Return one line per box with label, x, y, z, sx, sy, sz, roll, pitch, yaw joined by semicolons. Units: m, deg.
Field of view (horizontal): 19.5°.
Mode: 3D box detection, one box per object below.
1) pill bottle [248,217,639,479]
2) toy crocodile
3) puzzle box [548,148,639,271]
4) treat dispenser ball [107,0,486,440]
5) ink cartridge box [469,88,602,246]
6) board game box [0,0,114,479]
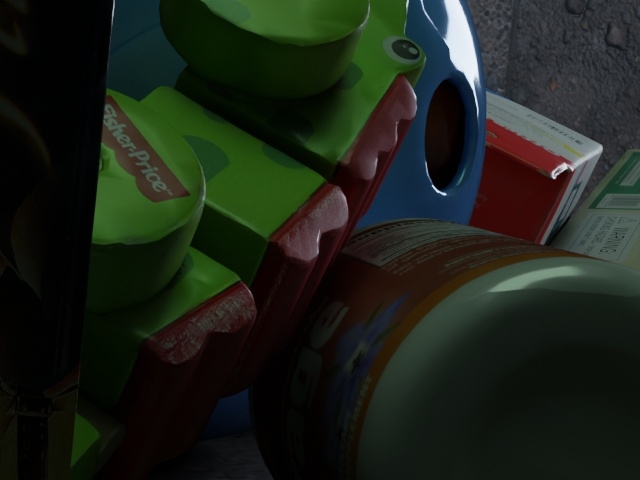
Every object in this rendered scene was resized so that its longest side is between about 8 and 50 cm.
pill bottle;0.044;0.056;0.617;0.121;0.121;0.216;4;4;-15
toy crocodile;-0.036;-0.004;0.559;0.105;0.115;0.340;30;37;6
puzzle box;0.278;0.017;1.111;0.272;0.052;0.409;1;17;21
treat dispenser ball;-0.069;-0.054;0.830;0.288;0.288;0.288;5;4;0
ink cartridge box;0.084;-0.045;1.115;0.134;0.078;0.231;27;12;11
board game box;-0.115;0.000;0.333;0.042;0.243;0.165;10;7;41
